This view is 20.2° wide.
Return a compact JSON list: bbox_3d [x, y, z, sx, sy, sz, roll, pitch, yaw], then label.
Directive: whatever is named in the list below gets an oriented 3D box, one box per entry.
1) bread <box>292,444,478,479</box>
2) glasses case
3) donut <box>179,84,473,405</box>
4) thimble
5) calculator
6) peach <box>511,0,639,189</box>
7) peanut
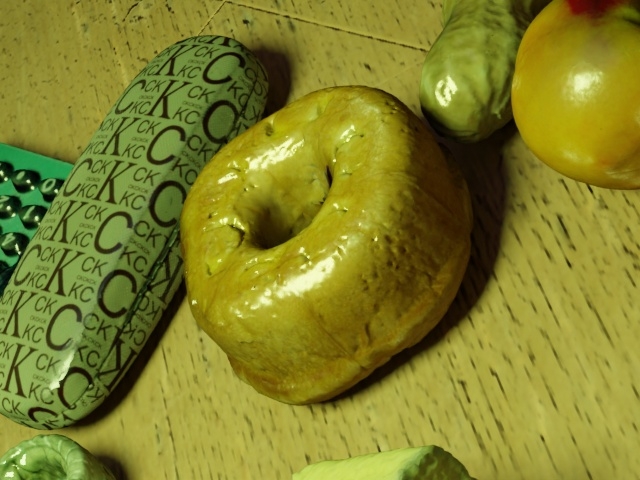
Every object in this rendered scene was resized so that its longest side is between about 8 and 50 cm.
[{"bbox_3d":[0.002,0.240,0.970,0.178,0.142,0.266,16,60,25],"label":"bread"},{"bbox_3d":[-0.155,-0.012,1.430,0.137,0.085,0.355,5,62,48],"label":"glasses case"},{"bbox_3d":[0.001,-0.002,1.244,0.226,0.114,0.227,-26,40,25],"label":"donut"},{"bbox_3d":[-0.190,0.188,1.305,0.110,0.062,0.084,-1,56,44],"label":"thimble"},{"bbox_3d":[-0.303,0.029,1.565,0.248,0.058,0.274,18,70,50],"label":"calculator"},{"bbox_3d":[0.185,-0.100,1.141,0.138,0.138,0.138,-26,42,26],"label":"peach"},{"bbox_3d":[0.125,-0.150,1.280,0.089,0.089,0.193,-11,50,39],"label":"peanut"}]
